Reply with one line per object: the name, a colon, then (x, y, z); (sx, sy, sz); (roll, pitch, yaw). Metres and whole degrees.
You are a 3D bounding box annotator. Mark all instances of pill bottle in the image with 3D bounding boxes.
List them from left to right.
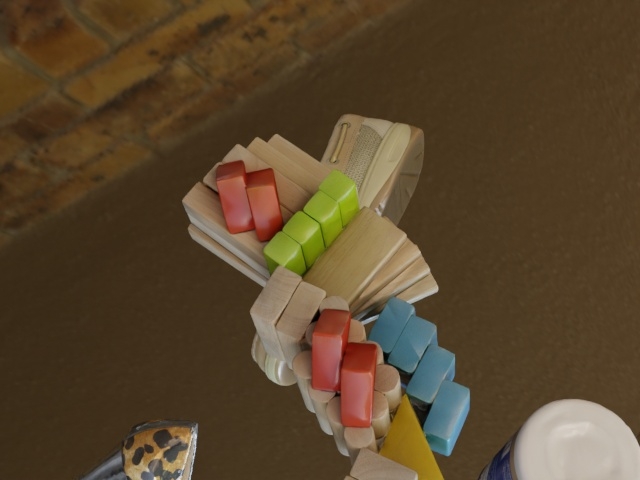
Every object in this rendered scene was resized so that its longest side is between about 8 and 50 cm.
pill bottle: (0.118, 0.135, 0.684); (0.067, 0.120, 0.067); (5, -119, -8)

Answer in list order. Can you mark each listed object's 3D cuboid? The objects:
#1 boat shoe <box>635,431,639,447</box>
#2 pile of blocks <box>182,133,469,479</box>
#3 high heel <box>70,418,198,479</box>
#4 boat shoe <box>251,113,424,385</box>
boat shoe: (0.285, 0.196, 0.959); (0.121, 0.341, 0.110); (40, -89, -8)
pile of blocks: (0.024, 0.055, 0.912); (0.149, 0.113, 0.362); (-27, -114, -6)
high heel: (-0.122, 0.291, 1.319); (0.186, 0.261, 0.093); (-37, -155, 24)
boat shoe: (0.000, 0.000, 1.198); (0.098, 0.109, 0.302); (19, -123, 16)
